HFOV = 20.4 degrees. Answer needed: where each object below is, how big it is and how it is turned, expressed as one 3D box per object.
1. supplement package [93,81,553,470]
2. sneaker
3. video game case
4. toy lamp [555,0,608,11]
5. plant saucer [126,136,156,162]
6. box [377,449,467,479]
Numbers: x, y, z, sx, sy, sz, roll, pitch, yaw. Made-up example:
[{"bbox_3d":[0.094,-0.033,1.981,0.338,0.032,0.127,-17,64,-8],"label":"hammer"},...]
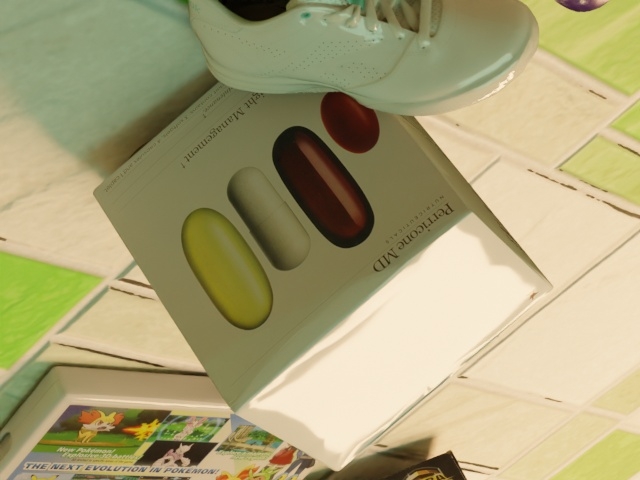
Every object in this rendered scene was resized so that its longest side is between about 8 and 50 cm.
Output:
[{"bbox_3d":[0.000,0.000,1.154,0.194,0.203,0.149,-41,147,7],"label":"supplement package"},{"bbox_3d":[0.020,-0.129,1.052,0.212,0.080,0.094,1,151,16],"label":"sneaker"},{"bbox_3d":[-0.165,0.216,1.542,0.329,0.036,0.300,9,135,-42],"label":"video game case"},{"bbox_3d":[0.073,-0.193,1.070,0.274,0.080,0.080,7,136,-43],"label":"toy lamp"},{"bbox_3d":[-0.102,-0.050,1.211,0.083,0.015,0.083,-18,148,-12],"label":"plant saucer"},{"bbox_3d":[-0.004,0.351,1.781,0.295,0.073,0.293,-20,153,-20],"label":"box"}]
